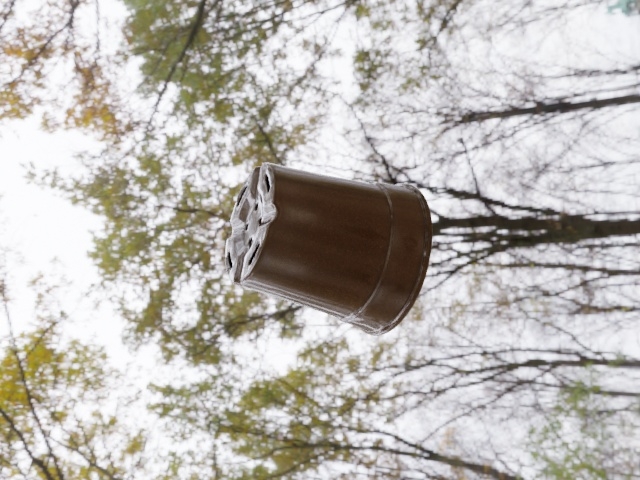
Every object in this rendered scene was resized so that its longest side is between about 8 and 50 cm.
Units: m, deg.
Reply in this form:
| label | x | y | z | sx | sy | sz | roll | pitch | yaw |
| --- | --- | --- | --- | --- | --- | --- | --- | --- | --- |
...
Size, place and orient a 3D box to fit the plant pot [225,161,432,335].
| label | x | y | z | sx | sy | sz | roll | pitch | yaw |
| --- | --- | --- | --- | --- | --- | --- | --- | --- | --- |
| plant pot | 0.000 | 0.000 | 0.759 | 0.165 | 0.167 | 0.167 | 15 | -109 | -23 |
